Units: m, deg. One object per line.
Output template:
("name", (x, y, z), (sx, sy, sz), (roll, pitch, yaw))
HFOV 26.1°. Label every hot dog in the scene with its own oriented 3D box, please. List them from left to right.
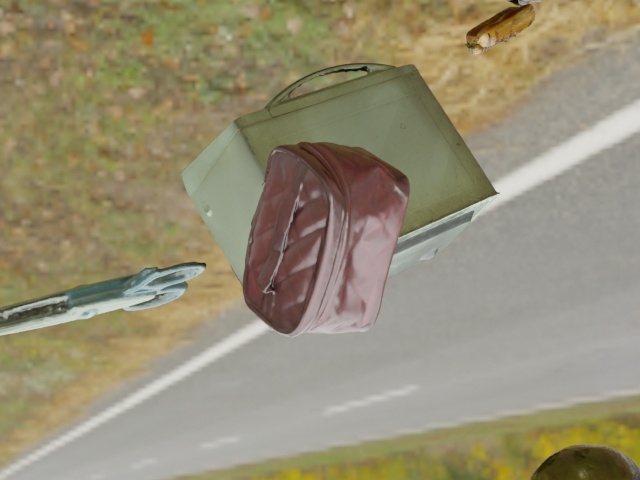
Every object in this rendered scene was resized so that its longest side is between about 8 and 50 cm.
("hot dog", (0.212, -0.247, 1.623), (0.122, 0.037, 0.049), (-35, -163, -37))

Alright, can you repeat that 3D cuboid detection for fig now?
("fig", (0.226, 0.258, 1.284), (0.124, 0.124, 0.236), (0, 164, -13))

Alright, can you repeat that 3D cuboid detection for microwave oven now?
("microwave oven", (0.026, -0.080, 2.271), (0.394, 0.333, 0.247), (-22, 165, -36))

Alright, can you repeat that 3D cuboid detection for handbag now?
("handbag", (0.000, 0.000, 1.587), (0.135, 0.225, 0.146), (-3, -152, -37))

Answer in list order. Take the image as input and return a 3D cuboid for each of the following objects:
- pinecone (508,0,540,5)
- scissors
("pinecone", (0.229, -0.377, 1.591), (0.179, 0.184, 0.204), (-39, 141, -11))
("scissors", (-0.280, 0.073, 1.689), (0.289, 0.041, 0.138), (-12, 166, -30))
